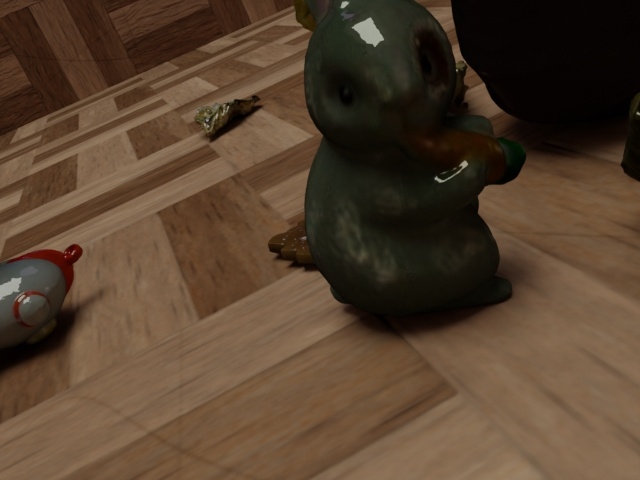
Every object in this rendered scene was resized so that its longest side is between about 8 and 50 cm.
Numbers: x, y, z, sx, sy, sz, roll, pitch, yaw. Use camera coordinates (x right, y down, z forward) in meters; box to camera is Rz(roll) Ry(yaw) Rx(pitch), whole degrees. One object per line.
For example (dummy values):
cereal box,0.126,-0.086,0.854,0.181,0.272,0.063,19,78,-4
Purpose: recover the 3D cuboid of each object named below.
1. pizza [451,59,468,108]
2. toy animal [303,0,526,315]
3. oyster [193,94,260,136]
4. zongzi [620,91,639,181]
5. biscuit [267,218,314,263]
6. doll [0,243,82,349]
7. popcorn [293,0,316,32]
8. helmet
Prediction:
pizza,0.095,-0.165,0.766,0.226,0.069,0.147,5,14,41
toy animal,0.036,-0.071,0.390,0.127,0.251,0.125,-32,29,-19
oyster,-0.156,-0.220,1.113,0.122,0.045,0.146,-31,18,-10
zongzi,0.288,-0.043,0.338,0.187,0.084,0.184,-21,38,-6
biscuit,0.000,0.000,0.560,0.082,0.016,0.092,-22,25,-9
doll,-0.312,0.084,0.592,0.245,0.076,0.142,-42,31,-28
popcorn,0.054,-0.535,1.369,0.277,0.225,0.276,-29,17,10
helmet,0.252,-0.205,0.571,0.306,0.177,0.225,-20,29,-17
